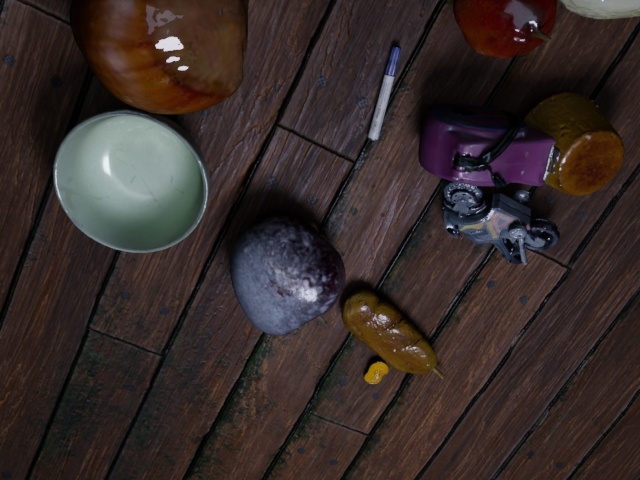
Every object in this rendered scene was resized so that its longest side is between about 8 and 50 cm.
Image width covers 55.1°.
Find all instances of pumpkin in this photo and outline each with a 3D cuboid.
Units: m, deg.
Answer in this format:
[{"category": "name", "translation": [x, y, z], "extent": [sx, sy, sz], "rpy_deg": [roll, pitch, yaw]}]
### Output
[{"category": "pumpkin", "translation": [0.143, 0.336, 1.592], "extent": [0.050, 0.028, 0.083], "rpy_deg": [23, 119, -14]}]

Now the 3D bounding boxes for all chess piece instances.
[{"category": "chess piece", "translation": [0.000, 0.000, 1.441], "extent": [0.035, 0.035, 0.092], "rpy_deg": [-38, 113, 12]}]

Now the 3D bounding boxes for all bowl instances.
[{"category": "bowl", "translation": [-0.383, -0.138, 1.292], "extent": [0.307, 0.163, 0.307], "rpy_deg": [-1, 114, -3]}]

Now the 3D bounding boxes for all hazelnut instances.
[{"category": "hazelnut", "translation": [-0.291, -0.409, 1.121], "extent": [0.373, 0.315, 0.372], "rpy_deg": [2, 96, 25]}]

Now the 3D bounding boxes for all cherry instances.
[{"category": "cherry", "translation": [-0.074, 0.082, 1.372], "extent": [0.255, 0.218, 0.296], "rpy_deg": [-30, 99, 34]}]

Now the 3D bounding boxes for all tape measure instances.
[{"category": "tape measure", "translation": [0.325, -0.188, 1.263], "extent": [0.232, 0.245, 0.149], "rpy_deg": [-3, 118, -14]}]

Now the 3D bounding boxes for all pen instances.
[{"category": "pen", "translation": [0.137, -0.315, 1.319], "extent": [0.025, 0.025, 0.204], "rpy_deg": [11, 111, -7]}]

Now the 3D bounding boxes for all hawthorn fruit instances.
[{"category": "hawthorn fruit", "translation": [0.364, -0.434, 1.179], "extent": [0.190, 0.251, 0.189], "rpy_deg": [-10, 139, -8]}]

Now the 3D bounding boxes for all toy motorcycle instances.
[{"category": "toy motorcycle", "translation": [0.387, -0.041, 1.390], "extent": [0.307, 0.108, 0.173], "rpy_deg": [27, 146, -17]}]

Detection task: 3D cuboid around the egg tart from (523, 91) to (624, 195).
[{"category": "egg tart", "translation": [0.536, -0.196, 1.312], "extent": [0.215, 0.170, 0.215], "rpy_deg": [-7, 126, -10]}]

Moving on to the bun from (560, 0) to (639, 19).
[{"category": "bun", "translation": [0.577, -0.569, 1.123], "extent": [0.349, 0.227, 0.352], "rpy_deg": [30, 104, -15]}]

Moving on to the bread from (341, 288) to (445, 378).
[{"category": "bread", "translation": [0.189, 0.241, 1.526], "extent": [0.344, 0.084, 0.124], "rpy_deg": [40, 128, -18]}]
